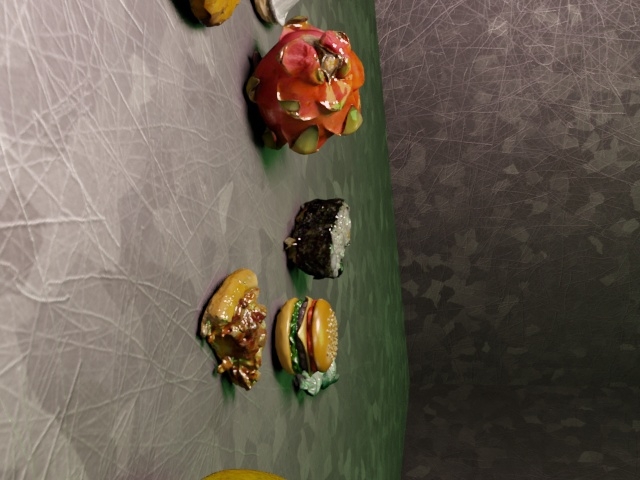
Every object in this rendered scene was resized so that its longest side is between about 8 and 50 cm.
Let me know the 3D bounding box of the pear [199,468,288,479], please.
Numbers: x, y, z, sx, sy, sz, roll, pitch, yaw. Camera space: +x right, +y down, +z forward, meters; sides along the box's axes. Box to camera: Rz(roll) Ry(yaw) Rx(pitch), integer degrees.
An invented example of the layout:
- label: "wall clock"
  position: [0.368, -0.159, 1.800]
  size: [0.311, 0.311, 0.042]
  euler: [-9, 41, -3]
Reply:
- label: "pear"
  position: [-0.078, 0.400, 0.686]
  size: [0.294, 0.295, 0.293]
  euler: [-2, 90, -77]

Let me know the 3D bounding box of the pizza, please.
- label: "pizza"
  position: [-0.119, 0.151, 0.965]
  size: [0.154, 0.069, 0.193]
  euler: [-67, 151, -63]

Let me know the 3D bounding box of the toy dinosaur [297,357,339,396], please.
- label: "toy dinosaur"
  position: [0.016, 0.292, 1.526]
  size: [0.383, 0.076, 0.129]
  euler: [19, 76, -72]

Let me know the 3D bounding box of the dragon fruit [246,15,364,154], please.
- label: "dragon fruit"
  position: [-0.024, -0.278, 1.150]
  size: [0.227, 0.224, 0.223]
  euler: [70, 21, -66]

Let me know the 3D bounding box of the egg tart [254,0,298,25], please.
- label: "egg tart"
  position: [-0.077, -0.536, 1.213]
  size: [0.234, 0.095, 0.233]
  euler: [-4, 90, -79]

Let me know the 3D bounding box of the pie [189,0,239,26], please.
- label: "pie"
  position: [-0.165, -0.435, 0.878]
  size: [0.273, 0.069, 0.273]
  euler: [-5, 90, -80]

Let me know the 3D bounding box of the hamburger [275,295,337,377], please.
- label: "hamburger"
  position: [-0.026, 0.192, 1.255]
  size: [0.162, 0.115, 0.161]
  euler: [-1, 90, -78]

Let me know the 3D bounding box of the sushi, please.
- label: "sushi"
  position: [0.000, 0.000, 1.405]
  size: [0.212, 0.115, 0.147]
  euler: [-75, 155, -48]
